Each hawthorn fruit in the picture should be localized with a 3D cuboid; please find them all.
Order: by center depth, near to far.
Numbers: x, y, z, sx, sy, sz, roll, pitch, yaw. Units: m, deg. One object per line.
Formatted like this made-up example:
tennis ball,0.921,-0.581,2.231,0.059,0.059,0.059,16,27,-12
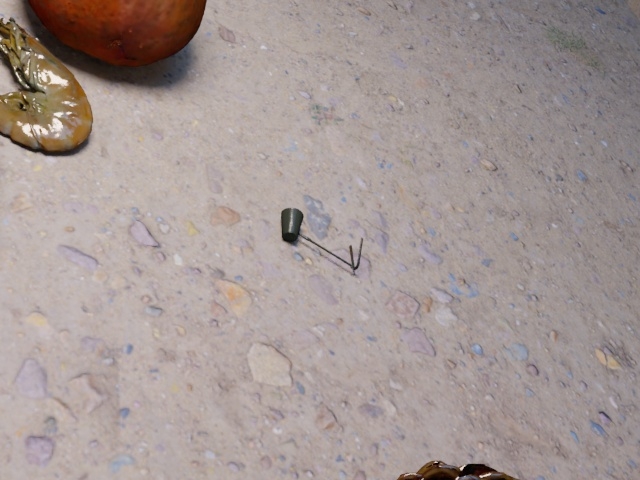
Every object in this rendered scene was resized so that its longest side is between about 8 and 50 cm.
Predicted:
hawthorn fruit,-0.277,-0.412,1.144,0.276,0.307,0.276,11,40,-9

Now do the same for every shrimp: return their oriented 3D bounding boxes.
shrimp,-0.385,-0.201,1.057,0.133,0.053,0.236,-29,74,-28

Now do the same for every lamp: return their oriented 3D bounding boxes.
lamp,-0.001,0.000,1.144,0.121,0.041,0.054,20,49,-16

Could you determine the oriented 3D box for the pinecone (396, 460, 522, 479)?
pinecone,0.126,0.311,0.750,0.221,0.221,0.221,21,41,-19
